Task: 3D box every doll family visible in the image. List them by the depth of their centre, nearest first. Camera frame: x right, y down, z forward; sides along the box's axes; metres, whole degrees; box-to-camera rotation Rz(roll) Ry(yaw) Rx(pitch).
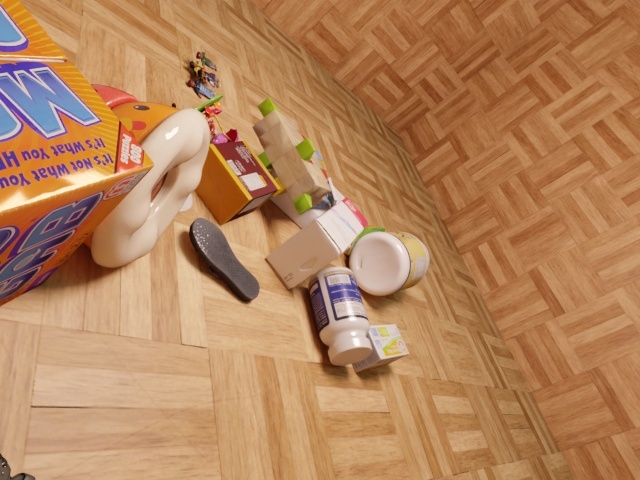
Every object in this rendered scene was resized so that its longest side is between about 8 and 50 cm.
[{"bbox_3d":[-0.425,-0.594,1.553,0.111,0.076,0.193,23,43,-53],"label":"doll family"}]

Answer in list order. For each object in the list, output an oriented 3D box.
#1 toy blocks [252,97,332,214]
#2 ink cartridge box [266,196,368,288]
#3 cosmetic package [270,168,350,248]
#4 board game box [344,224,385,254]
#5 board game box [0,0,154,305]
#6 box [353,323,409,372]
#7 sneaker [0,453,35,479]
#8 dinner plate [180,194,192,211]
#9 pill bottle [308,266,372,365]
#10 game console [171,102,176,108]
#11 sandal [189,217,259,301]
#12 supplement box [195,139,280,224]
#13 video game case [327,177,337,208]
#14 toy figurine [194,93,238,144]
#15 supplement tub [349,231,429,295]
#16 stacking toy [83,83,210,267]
[{"bbox_3d":[-0.070,-0.262,1.459,0.381,0.191,0.261,62,18,12],"label":"toy blocks"},{"bbox_3d":[0.000,0.000,1.373,0.131,0.226,0.306,53,26,0],"label":"ink cartridge box"},{"bbox_3d":[-0.030,-0.152,1.643,0.377,0.097,0.284,43,28,-20],"label":"cosmetic package"},{"bbox_3d":[0.189,-0.003,1.797,0.039,0.124,0.259,30,16,30],"label":"board game box"},{"bbox_3d":[-0.516,-0.089,0.502,0.356,0.356,0.356,51,26,-7],"label":"board game box"},{"bbox_3d":[0.184,0.346,1.399,0.203,0.103,0.114,11,49,-53],"label":"box"},{"bbox_3d":[-0.414,0.279,0.531,0.147,0.104,0.295,25,45,-47],"label":"sneaker"},{"bbox_3d":[-0.394,-0.138,1.133,0.141,0.017,0.141,38,30,-27],"label":"dinner plate"},{"bbox_3d":[0.060,0.224,1.288,0.153,0.153,0.264,26,38,-43],"label":"pill bottle"},{"bbox_3d":[-0.404,-0.328,1.281,0.071,0.107,0.122,-3,55,-26],"label":"game console"},{"bbox_3d":[-0.255,0.059,1.100,0.254,0.054,0.097,57,32,-16],"label":"sandal"},{"bbox_3d":[-0.257,-0.177,1.272,0.191,0.129,0.194,54,27,0],"label":"supplement box"},{"bbox_3d":[0.039,-0.167,1.564,0.122,0.011,0.087,99,-26,-76],"label":"video game case"},{"bbox_3d":[-0.338,-0.364,1.396,0.159,0.130,0.173,57,37,-16],"label":"toy figurine"},{"bbox_3d":[0.287,0.084,1.719,0.331,0.241,0.241,-2,60,-59],"label":"supplement tub"},{"bbox_3d":[-0.492,-0.199,0.824,0.480,0.350,0.350,30,31,-6],"label":"stacking toy"}]
